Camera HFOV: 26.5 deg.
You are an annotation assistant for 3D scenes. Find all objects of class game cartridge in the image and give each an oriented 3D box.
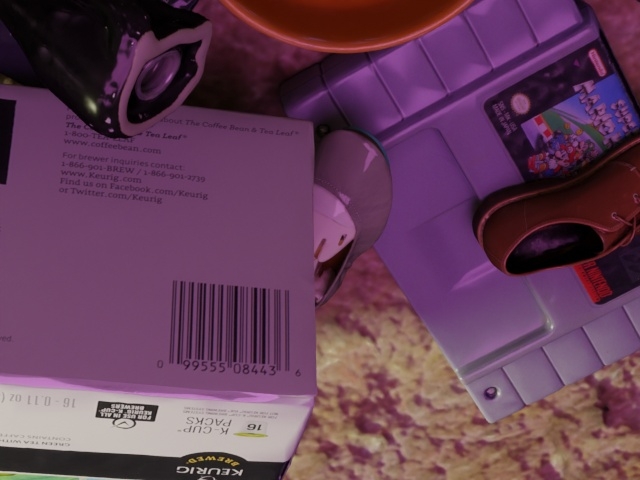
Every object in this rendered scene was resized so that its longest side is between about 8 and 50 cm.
[{"bbox_3d":[0.153,-0.030,1.058,0.230,0.068,0.355,-26,121,14],"label":"game cartridge"}]

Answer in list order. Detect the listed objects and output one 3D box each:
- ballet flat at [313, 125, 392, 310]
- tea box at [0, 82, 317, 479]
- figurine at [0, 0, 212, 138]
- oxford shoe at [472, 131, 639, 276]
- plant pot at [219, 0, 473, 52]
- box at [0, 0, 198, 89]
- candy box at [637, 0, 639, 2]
[{"bbox_3d":[0.000,0.000,0.997,0.072,0.068,0.213,35,149,7],"label":"ballet flat"},{"bbox_3d":[-0.193,0.077,0.925,0.329,0.220,0.323,6,146,-10],"label":"tea box"},{"bbox_3d":[-0.150,-0.193,0.728,0.209,0.092,0.215,33,130,14],"label":"figurine"},{"bbox_3d":[0.221,-0.022,0.995,0.212,0.076,0.076,-24,119,5],"label":"oxford shoe"},{"bbox_3d":[0.008,-0.245,0.829,0.205,0.188,0.205,-4,122,-6],"label":"plant pot"},{"bbox_3d":[-0.184,-0.195,0.882,0.207,0.108,0.153,29,114,-23],"label":"box"},{"bbox_3d":[0.208,-0.258,0.915,0.233,0.071,0.159,22,116,-20],"label":"candy box"}]
